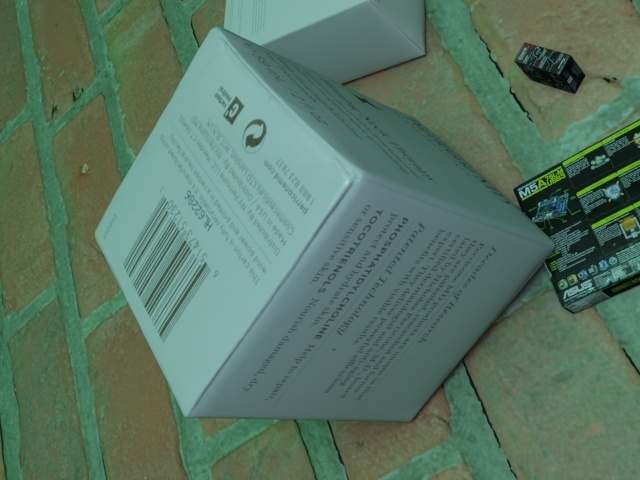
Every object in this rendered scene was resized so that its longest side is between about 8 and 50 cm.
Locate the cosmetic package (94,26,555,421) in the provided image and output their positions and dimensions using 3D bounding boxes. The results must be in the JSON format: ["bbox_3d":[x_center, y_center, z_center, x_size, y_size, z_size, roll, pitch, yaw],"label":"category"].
[{"bbox_3d":[0.000,0.000,0.974,0.327,0.394,0.329,-55,49,19],"label":"cosmetic package"}]

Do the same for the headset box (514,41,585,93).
[{"bbox_3d":[0.311,-0.238,1.061,0.083,0.062,0.032,33,94,41],"label":"headset box"}]

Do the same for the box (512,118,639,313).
[{"bbox_3d":[0.358,-0.031,0.961,0.191,0.045,0.184,-31,55,27],"label":"box"}]

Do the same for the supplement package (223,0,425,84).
[{"bbox_3d":[0.006,-0.373,1.274,0.293,0.175,0.177,-12,65,35],"label":"supplement package"}]
